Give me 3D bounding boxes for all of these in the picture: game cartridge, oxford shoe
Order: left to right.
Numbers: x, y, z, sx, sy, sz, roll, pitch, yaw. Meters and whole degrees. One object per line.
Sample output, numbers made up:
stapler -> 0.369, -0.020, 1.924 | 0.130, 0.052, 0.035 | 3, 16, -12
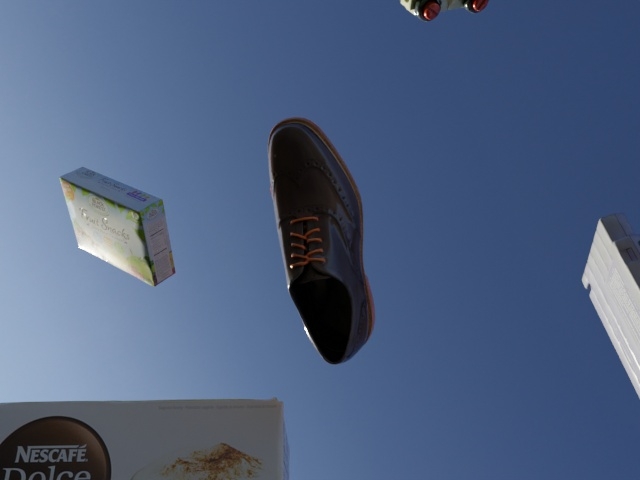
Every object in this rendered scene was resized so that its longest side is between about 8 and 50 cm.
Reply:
oxford shoe -> 0.000, 0.000, 0.707 | 0.097, 0.098, 0.271 | -16, -84, 14
game cartridge -> 0.563, 0.150, 1.141 | 0.068, 0.230, 0.355 | -12, -125, -1

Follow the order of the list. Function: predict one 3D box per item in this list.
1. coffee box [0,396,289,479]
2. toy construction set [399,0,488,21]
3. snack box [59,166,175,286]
coffee box -> -0.208, 0.389, 0.806 | 0.338, 0.338, 0.334 | 0, -116, -1
toy construction set -> 0.226, -0.502, 1.124 | 0.328, 0.151, 0.215 | -5, -47, -9
snack box -> -0.233, -0.018, 0.759 | 0.141, 0.037, 0.100 | 21, -52, 31
